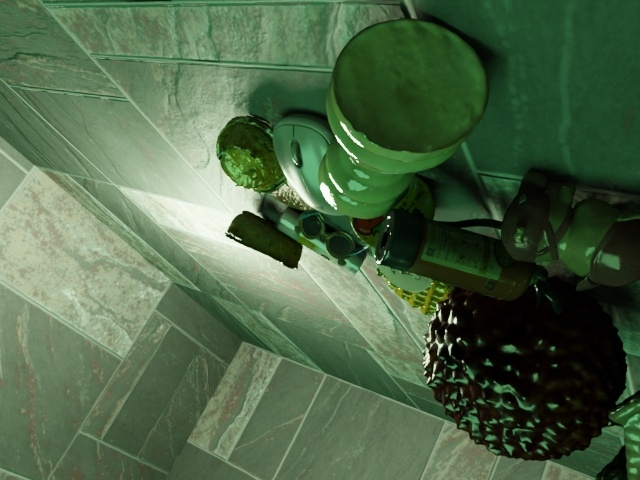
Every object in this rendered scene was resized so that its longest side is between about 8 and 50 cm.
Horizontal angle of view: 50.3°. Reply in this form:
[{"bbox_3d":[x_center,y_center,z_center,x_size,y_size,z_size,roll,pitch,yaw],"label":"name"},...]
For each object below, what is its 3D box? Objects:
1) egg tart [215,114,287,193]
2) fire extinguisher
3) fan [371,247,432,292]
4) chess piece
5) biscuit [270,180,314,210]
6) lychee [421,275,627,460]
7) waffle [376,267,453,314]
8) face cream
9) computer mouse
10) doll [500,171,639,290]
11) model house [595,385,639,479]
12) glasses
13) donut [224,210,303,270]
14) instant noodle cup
[{"bbox_3d":[-0.166,-0.190,1.616,0.212,0.090,0.213,17,138,17],"label":"egg tart"},{"bbox_3d":[0.304,0.014,1.344,0.376,0.200,0.113,17,156,-9],"label":"fire extinguisher"},{"bbox_3d":[0.265,0.056,1.747,0.329,0.009,0.191,-3,120,46],"label":"fan"},{"bbox_3d":[0.105,-0.176,1.190,0.234,0.234,0.442,29,165,0],"label":"chess piece"},{"bbox_3d":[-0.117,-0.169,1.733,0.288,0.044,0.202,25,154,15],"label":"biscuit"},{"bbox_3d":[0.465,0.284,1.500,0.499,0.425,0.424,30,160,2],"label":"lychee"},{"bbox_3d":[0.297,0.138,1.893,0.291,0.051,0.291,26,156,13],"label":"waffle"},{"bbox_3d":[0.000,0.000,1.951,0.269,0.073,0.107,32,160,-4],"label":"face cream"},{"bbox_3d":[-0.004,-0.150,1.523,0.184,0.121,0.297,17,158,33],"label":"computer mouse"},{"bbox_3d":[0.453,-0.007,1.203,0.255,0.152,0.196,20,159,23],"label":"doll"},{"bbox_3d":[0.724,0.293,1.246,0.395,0.445,0.400,9,114,54],"label":"model house"},{"bbox_3d":[0.063,-0.046,1.809,0.189,0.088,0.220,36,139,-17],"label":"glasses"},{"bbox_3d":[-0.165,-0.006,2.039,0.272,0.107,0.272,26,179,0],"label":"donut"},{"bbox_3d":[0.166,-0.044,1.490,0.182,0.182,0.144,22,169,20],"label":"instant noodle cup"}]
